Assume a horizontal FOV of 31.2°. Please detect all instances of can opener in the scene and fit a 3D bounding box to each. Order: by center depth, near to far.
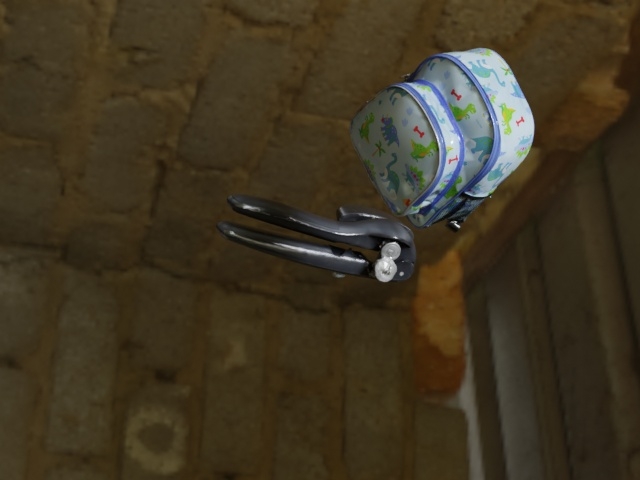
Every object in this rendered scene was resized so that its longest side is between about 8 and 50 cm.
[{"bbox_3d":[0.000,0.000,0.963,0.073,0.186,0.059,39,-62,60],"label":"can opener"}]

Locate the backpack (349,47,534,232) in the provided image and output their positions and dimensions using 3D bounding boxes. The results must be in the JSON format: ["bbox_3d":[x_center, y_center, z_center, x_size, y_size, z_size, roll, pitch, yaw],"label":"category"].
[{"bbox_3d":[0.084,-0.072,0.791,0.114,0.084,0.105,-43,-113,43],"label":"backpack"}]
